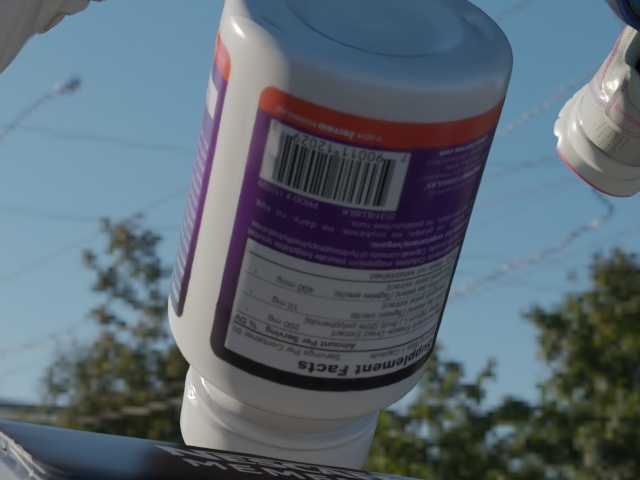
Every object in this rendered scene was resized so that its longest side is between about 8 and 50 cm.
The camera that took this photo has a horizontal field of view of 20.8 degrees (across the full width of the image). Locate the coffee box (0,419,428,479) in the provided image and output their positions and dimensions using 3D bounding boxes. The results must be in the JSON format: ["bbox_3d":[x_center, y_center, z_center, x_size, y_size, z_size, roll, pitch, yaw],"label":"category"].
[{"bbox_3d":[-0.025,0.208,0.440,0.168,0.297,0.119,12,-1,-23],"label":"coffee box"}]

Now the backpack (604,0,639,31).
[{"bbox_3d":[0.230,-0.246,0.806,0.356,0.273,0.290,-4,-34,8],"label":"backpack"}]

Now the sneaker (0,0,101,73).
[{"bbox_3d":[-0.123,-0.177,0.958,0.129,0.297,0.111,42,-13,-32],"label":"sneaker"}]

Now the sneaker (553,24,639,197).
[{"bbox_3d":[0.267,-0.143,1.195,0.103,0.252,0.111,37,-19,1],"label":"sneaker"}]

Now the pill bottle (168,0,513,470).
[{"bbox_3d":[0.000,0.000,0.672,0.108,0.193,0.108,10,31,-6],"label":"pill bottle"}]
